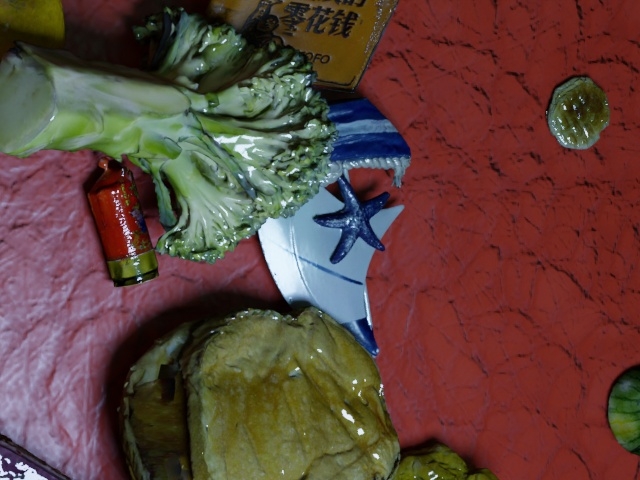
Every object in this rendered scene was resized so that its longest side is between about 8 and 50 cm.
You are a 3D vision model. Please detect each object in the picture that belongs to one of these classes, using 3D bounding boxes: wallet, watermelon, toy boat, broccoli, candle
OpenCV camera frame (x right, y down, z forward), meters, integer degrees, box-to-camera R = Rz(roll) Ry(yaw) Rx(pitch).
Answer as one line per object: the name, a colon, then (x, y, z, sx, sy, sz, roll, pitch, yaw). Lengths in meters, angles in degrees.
wallet: (-0.020, -0.230, 1.717, 0.195, 0.042, 0.161, 5, 128, -27)
watermelon: (0.385, 0.197, 1.947, 0.105, 0.062, 0.105, 1, 88, -27)
toy boat: (0.022, -0.021, 1.780, 0.210, 0.070, 0.292, -36, 109, -14)
broccoli: (-0.143, -0.095, 1.539, 0.252, 0.221, 0.361, 55, 27, 1)
candle: (-0.199, -0.020, 1.686, 0.052, 0.052, 0.131, -18, 98, -22)

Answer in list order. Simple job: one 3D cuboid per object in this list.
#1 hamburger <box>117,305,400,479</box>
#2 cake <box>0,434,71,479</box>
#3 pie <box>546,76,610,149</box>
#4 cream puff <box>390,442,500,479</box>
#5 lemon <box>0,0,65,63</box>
hamburger: (-0.063, 0.201, 1.689, 0.285, 0.134, 0.265, 0, 64, -41)
cake: (-0.244, 0.282, 1.640, 0.295, 0.116, 0.113, 31, 82, -24)
pie: (0.291, -0.143, 1.914, 0.084, 0.020, 0.084, -1, 92, -24)
cream puff: (0.129, 0.292, 1.811, 0.146, 0.116, 0.146, -2, 94, -27)
lemon: (-0.335, -0.212, 1.545, 0.188, 0.188, 0.257, -34, 110, -19)
